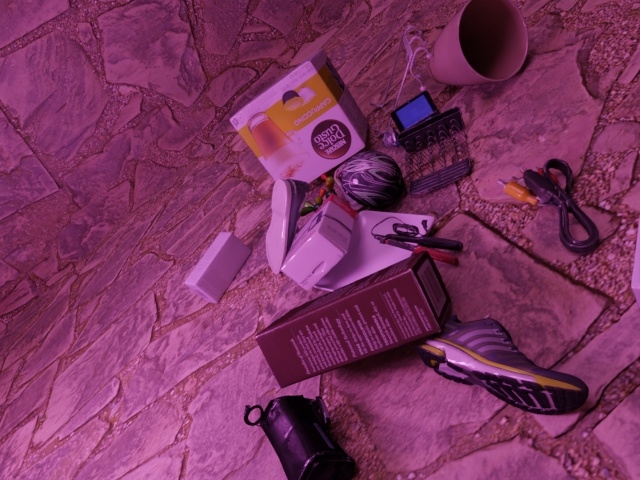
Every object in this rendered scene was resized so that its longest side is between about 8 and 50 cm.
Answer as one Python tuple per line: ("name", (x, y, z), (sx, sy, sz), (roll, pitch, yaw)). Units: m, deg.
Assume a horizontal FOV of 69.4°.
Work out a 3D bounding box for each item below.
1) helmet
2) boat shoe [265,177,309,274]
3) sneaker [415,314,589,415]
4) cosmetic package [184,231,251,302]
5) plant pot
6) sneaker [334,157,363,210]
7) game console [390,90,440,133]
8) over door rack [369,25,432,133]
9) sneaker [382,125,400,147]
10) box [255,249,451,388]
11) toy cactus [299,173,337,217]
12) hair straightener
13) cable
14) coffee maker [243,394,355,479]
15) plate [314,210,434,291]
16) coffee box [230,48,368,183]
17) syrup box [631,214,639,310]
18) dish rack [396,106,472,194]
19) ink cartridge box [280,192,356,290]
("helmet", (0.148, -0.181, 1.344), (0.169, 0.161, 0.170), (-22, 54, 34))
("boat shoe", (-0.097, -0.038, 1.421), (0.098, 0.320, 0.116), (-11, 33, -33))
("sneaker", (0.311, 0.199, 0.808), (0.299, 0.111, 0.121), (12, 56, 50))
("cosmetic package", (-0.360, 0.093, 1.634), (0.085, 0.117, 0.231), (1, 51, 46))
("plant pot", (0.463, -0.604, 1.481), (0.257, 0.256, 0.274), (-49, 17, -11))
("sneaker", (0.101, -0.210, 1.499), (0.102, 0.111, 0.252), (-33, 33, 14))
("game console", (0.316, -0.400, 1.515), (0.143, 0.085, 0.124), (-30, 34, 19))
("over door rack", (0.292, -0.564, 1.651), (0.240, 0.108, 0.324), (-89, 21, -49))
("sneaker", (0.241, -0.338, 1.567), (0.058, 0.052, 0.135), (-42, 24, 20))
("box", (0.071, 0.170, 0.993), (0.381, 0.143, 0.191), (-25, 0, 25))
("toy cactus", (0.010, -0.103, 1.475), (0.180, 0.112, 0.219), (25, 79, 37))
("hair straightener", (0.230, -0.008, 1.115), (0.230, 0.047, 0.089), (13, 63, 29))
("cable", (0.511, -0.079, 0.989), (0.139, 0.072, 0.287), (-22, 47, 1))
("coffee maker", (-0.044, 0.399, 0.897), (0.171, 0.120, 0.178), (-4, 21, -25))
("plate", (0.140, 0.043, 1.225), (0.277, 0.045, 0.277), (10, 60, 51))
("coffee box", (-0.055, -0.427, 1.659), (0.337, 0.335, 0.338), (-29, 21, 20))
("syrup box", (0.579, 0.008, 0.750), (0.096, 0.093, 0.237), (-3, 49, 46))
("dish rack", (0.330, -0.254, 1.342), (0.208, 0.074, 0.272), (-23, 38, 29))
("ink cartridge box", (0.000, 0.000, 1.285), (0.172, 0.100, 0.237), (-46, 12, 29))
